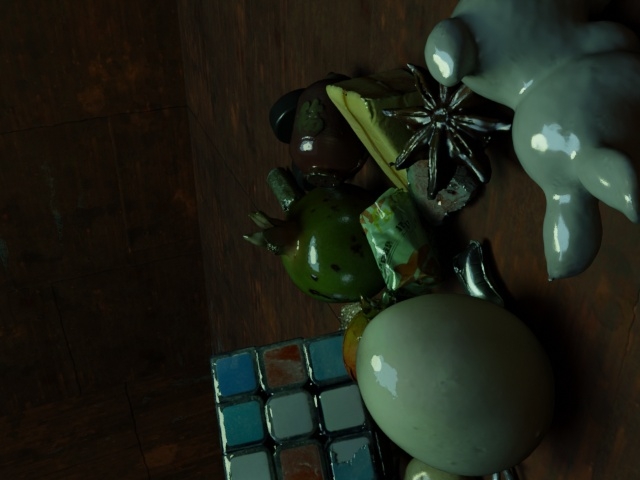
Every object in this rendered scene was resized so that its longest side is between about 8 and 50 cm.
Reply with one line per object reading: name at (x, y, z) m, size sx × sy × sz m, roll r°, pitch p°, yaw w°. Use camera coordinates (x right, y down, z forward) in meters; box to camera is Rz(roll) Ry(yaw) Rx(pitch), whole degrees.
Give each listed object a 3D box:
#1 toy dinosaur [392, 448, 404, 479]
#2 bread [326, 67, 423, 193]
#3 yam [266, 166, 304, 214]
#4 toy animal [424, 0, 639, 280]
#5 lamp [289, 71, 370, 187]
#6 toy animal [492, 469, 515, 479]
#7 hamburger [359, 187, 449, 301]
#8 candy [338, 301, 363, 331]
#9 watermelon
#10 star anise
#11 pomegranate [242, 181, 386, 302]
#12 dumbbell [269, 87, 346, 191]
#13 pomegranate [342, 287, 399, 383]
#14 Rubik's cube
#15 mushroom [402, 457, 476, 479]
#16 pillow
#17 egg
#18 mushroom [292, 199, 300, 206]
toy dinosaur at (0.153, 0.593, 1.993) m, size 0.393 × 0.092 × 0.205 m, roll 48°, pitch 151°, yaw 48°
bread at (0.124, -0.177, 1.439) m, size 0.168 × 0.163 × 0.264 m, roll -142°, pitch 42°, yaw -59°
yam at (-0.101, -0.145, 2.207) m, size 0.179 × 0.078 × 0.078 m, roll -121°, pitch 26°, yaw -42°
toy animal at (0.279, -0.151, 0.914) m, size 0.196 × 0.241 × 0.367 m, roll 112°, pitch 141°, yaw -61°
lamp at (0.030, -0.238, 1.614) m, size 0.180 × 0.180 × 0.258 m, roll 138°, pitch 144°, yaw -68°
toy animal at (0.338, 0.491, 1.404) m, size 0.367 × 0.081 × 0.205 m, roll -22°, pitch 72°, yaw 57°
hamburger at (0.171, 0.008, 1.469) m, size 0.235 × 0.125 × 0.214 m, roll 21°, pitch -124°, yaw -59°
candy at (0.099, 0.196, 1.875) m, size 0.110 × 0.085 × 0.095 m, roll -31°, pitch 63°, yaw 59°
watermelon at (0.230, -0.103, 1.356) m, size 0.139 × 0.071 × 0.187 m, roll 22°, pitch 143°, yaw 42°
star anise at (0.222, -0.198, 1.243) m, size 0.272 × 0.103 × 0.271 m, roll -4°, pitch 84°, yaw 43°
pomegranate at (0.013, 0.021, 1.643) m, size 0.291 × 0.323 × 0.290 m, roll 26°, pitch 125°, yaw 45°
dumbbell at (-0.019, -0.240, 1.807) m, size 0.152 × 0.153 × 0.218 m, roll 105°, pitch 146°, yaw -54°
pomegranate at (0.146, 0.212, 1.568) m, size 0.210 × 0.210 × 0.235 m, roll -157°, pitch 52°, yaw -66°
Rubik's cube at (-0.034, 0.424, 1.782) m, size 0.362 × 0.359 × 0.363 m, roll 49°, pitch -154°, yaw -71°
mushroom at (0.251, 0.521, 1.593) m, size 0.127 × 0.166 × 0.166 m, roll 5°, pitch -113°, yaw -67°
pillow at (0.279, 0.073, 1.344) m, size 0.091 × 0.055 × 0.135 m, roll -36°, pitch 69°, yaw 35°
egg at (0.213, 0.225, 1.223) m, size 0.283 × 0.345 × 0.283 m, roll -39°, pitch 37°, yaw 38°
mushroom at (-0.019, -0.067, 2.030) m, size 0.170 × 0.080 × 0.135 m, roll 54°, pitch 138°, yaw 49°
